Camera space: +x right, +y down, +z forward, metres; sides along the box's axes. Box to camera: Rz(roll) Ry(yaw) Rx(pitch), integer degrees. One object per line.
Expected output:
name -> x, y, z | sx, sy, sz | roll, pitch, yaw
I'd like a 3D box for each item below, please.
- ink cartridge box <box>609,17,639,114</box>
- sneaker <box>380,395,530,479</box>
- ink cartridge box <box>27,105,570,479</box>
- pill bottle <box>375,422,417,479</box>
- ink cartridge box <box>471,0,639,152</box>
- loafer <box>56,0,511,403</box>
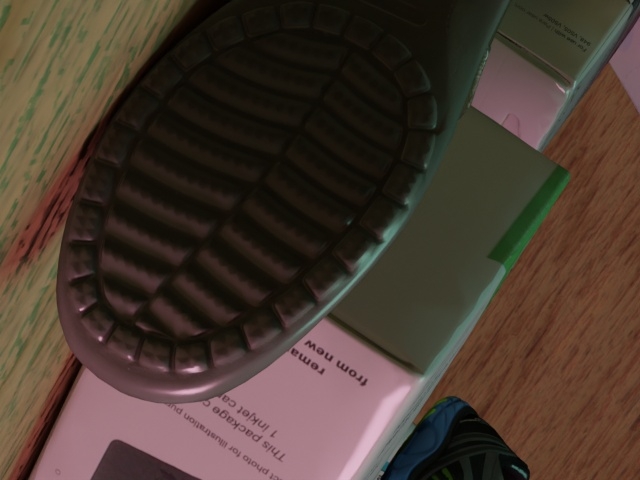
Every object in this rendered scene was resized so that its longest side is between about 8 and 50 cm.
ink cartridge box -> 0.288, -0.196, 1.027 | 0.091, 0.308, 0.385 | -12, 144, -11
sneaker -> 0.057, 0.139, 0.754 | 0.067, 0.078, 0.188 | -60, 172, 31
ink cartridge box -> -0.030, 0.080, 0.727 | 0.289, 0.121, 0.211 | -60, 172, 33
pill bottle -> -0.015, 0.190, 1.117 | 0.146, 0.146, 0.264 | 94, 18, -76
ink cartridge box -> 0.150, -0.142, 1.032 | 0.208, 0.087, 0.153 | -52, 172, -33
loafer -> 0.010, -0.049, 0.522 | 0.251, 0.094, 0.087 | -53, 168, -16
